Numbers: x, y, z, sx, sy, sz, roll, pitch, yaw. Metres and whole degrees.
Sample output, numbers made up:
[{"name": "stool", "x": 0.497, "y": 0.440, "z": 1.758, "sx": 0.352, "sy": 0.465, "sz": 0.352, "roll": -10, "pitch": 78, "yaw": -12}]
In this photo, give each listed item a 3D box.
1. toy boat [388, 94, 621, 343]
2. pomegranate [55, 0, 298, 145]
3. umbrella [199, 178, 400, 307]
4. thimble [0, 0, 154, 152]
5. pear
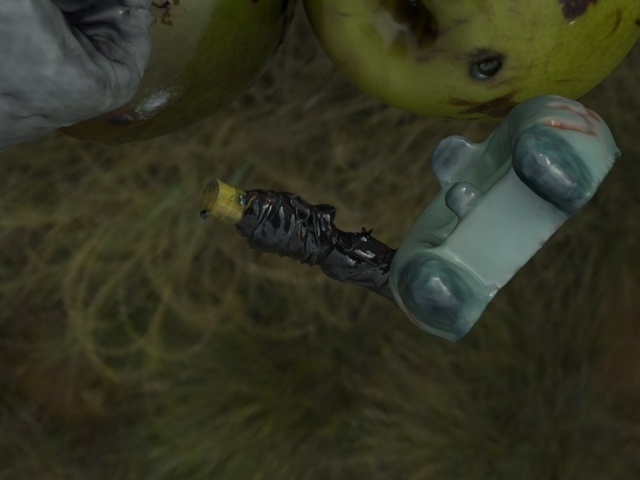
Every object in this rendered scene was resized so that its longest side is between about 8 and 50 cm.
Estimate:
[{"name": "toy boat", "x": 0.083, "y": -0.020, "z": 0.880, "sx": 0.079, "sy": 0.208, "sz": 0.134, "roll": 39, "pitch": 102, "yaw": 3}, {"name": "pomegranate", "x": -0.131, "y": -0.240, "z": 1.274, "sx": 0.291, "sy": 0.291, "sz": 0.323, "roll": 39, "pitch": 118, "yaw": 1}, {"name": "umbrella", "x": 0.000, "y": 0.000, "z": 0.972, "sx": 0.144, "sy": 0.037, "sz": 0.040, "roll": 23, "pitch": 113, "yaw": -28}, {"name": "thimble", "x": -0.198, "y": -0.160, "z": 0.892, "sx": 0.157, "sy": 0.217, "sz": 0.245, "roll": -19, "pitch": 77, "yaw": 16}, {"name": "pear", "x": 0.113, "y": -0.218, "z": 1.250, "sx": 0.284, "sy": 0.283, "sz": 0.283, "roll": 12, "pitch": 121, "yaw": 20}]
